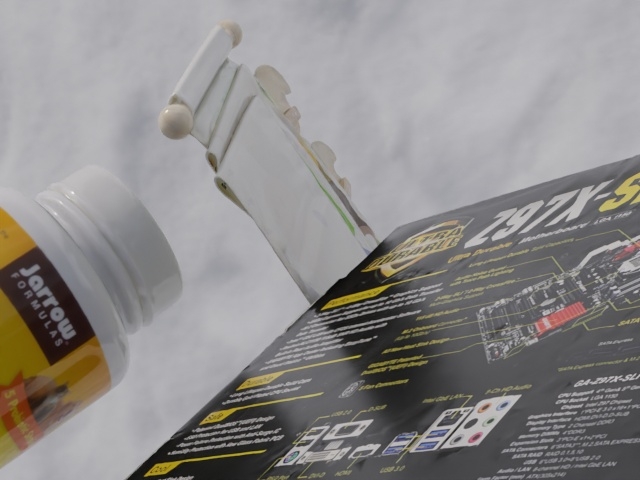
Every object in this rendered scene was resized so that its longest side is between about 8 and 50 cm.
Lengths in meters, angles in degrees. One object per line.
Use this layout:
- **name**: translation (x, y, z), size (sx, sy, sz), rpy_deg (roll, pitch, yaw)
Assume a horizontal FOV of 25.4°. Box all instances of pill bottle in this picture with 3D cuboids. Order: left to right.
- **pill bottle**: translation (-0.174, 0.053, 0.673), size (0.117, 0.215, 0.117), rpy_deg (42, 154, 26)

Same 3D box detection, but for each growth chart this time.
- **growth chart**: translation (0.000, 0.000, 0.712), size (0.021, 0.172, 0.237), rpy_deg (-30, 99, 19)

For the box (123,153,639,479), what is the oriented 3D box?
- **box**: translation (0.068, 0.062, 0.482), size (0.322, 0.257, 0.079), rpy_deg (-17, 108, 52)
